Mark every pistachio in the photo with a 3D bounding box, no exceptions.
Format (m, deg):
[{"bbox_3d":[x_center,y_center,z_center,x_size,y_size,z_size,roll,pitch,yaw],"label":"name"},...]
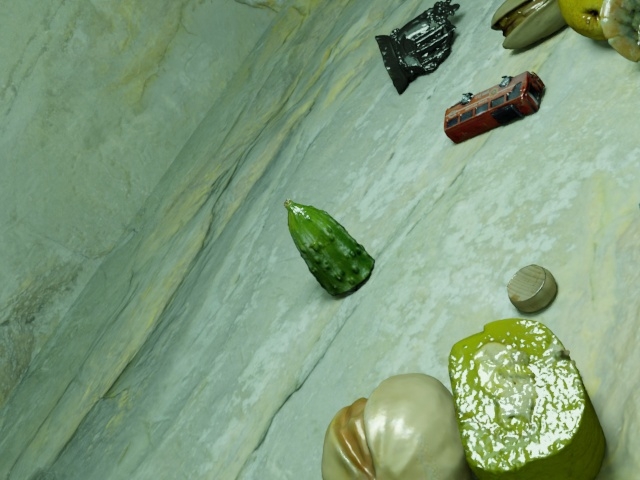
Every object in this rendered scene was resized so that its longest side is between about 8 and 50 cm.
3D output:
[{"bbox_3d":[0.500,-0.531,1.817,0.206,0.131,0.130,-30,74,37],"label":"pistachio"},{"bbox_3d":[0.119,0.330,1.143,0.230,0.230,0.309,-37,12,19],"label":"pistachio"}]

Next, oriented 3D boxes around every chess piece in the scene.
[{"bbox_3d":[0.357,0.081,1.315,0.083,0.038,0.084,-32,34,25],"label":"chess piece"}]

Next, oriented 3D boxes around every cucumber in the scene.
[{"bbox_3d":[0.002,0.000,1.706,0.134,0.244,0.134,-34,25,18],"label":"cucumber"}]

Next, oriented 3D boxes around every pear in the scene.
[{"bbox_3d":[0.586,-0.507,1.582,0.208,0.209,0.209,-34,31,24],"label":"pear"}]

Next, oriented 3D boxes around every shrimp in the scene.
[{"bbox_3d":[0.679,-0.432,1.461,0.295,0.169,0.058,-13,2,6],"label":"shrimp"}]

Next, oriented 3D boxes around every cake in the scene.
[{"bbox_3d":[0.288,0.233,1.096,0.179,0.156,0.261,-19,41,16],"label":"cake"}]

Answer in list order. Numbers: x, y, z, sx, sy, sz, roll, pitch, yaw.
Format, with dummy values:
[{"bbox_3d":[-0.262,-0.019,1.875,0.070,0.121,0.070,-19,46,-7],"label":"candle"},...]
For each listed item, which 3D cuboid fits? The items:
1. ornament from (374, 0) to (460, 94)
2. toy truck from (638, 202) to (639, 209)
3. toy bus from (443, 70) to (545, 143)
[{"bbox_3d":[0.291,-0.559,2.180,0.260,0.106,0.251,-27,40,17],"label":"ornament"},{"bbox_3d":[0.556,-0.077,1.204,0.100,0.077,0.169,-7,43,33],"label":"toy truck"},{"bbox_3d":[0.384,-0.296,1.735,0.234,0.073,0.097,-19,48,43],"label":"toy bus"}]
